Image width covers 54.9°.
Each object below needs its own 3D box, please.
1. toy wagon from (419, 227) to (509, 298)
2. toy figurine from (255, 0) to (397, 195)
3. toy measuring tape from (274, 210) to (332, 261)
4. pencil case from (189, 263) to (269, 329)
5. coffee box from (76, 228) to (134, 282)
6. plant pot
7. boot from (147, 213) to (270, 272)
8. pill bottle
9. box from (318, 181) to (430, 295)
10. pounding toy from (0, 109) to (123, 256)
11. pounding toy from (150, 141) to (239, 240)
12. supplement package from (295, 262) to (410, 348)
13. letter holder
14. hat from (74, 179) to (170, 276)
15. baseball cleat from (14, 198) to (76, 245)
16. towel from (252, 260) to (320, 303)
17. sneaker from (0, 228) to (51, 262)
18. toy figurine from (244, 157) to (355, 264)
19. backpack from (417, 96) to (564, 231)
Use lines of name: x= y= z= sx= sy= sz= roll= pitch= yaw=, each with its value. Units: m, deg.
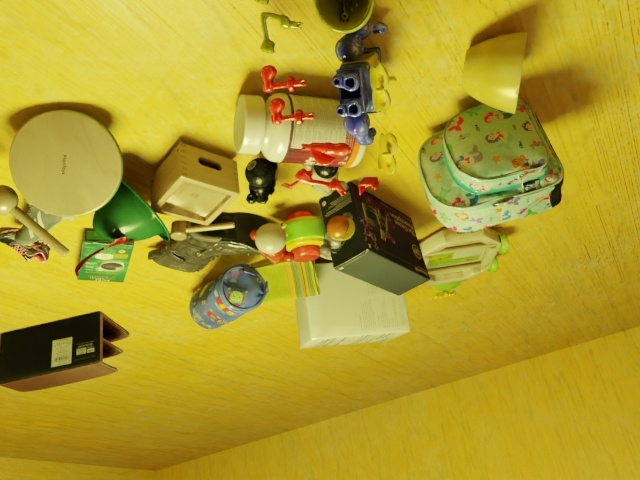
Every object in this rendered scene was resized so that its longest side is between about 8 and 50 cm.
toy wagon: x=0.370 y=0.067 z=1.747 sx=0.267 sy=0.068 sz=0.344 roll=-8 pitch=152 yaw=-4
toy figurine: x=0.030 y=-0.272 z=0.984 sx=0.191 sy=0.217 sz=0.363 roll=-4 pitch=109 yaw=17
toy measuring tape: x=0.000 y=0.000 z=1.475 sx=0.121 sy=0.121 sz=0.330 roll=-30 pitch=154 yaw=31
pencil case: x=-0.241 y=0.143 z=1.573 sx=0.119 sy=0.133 sz=0.306 roll=31 pitch=153 yaw=-16
coffee box: x=-0.504 y=0.038 z=1.442 sx=0.113 sy=0.040 sz=0.184 roll=4 pitch=148 yaw=-23
plant pot: x=0.294 y=-0.289 z=1.052 sx=0.095 sy=0.134 sz=0.134 roll=9 pitch=155 yaw=15
boot: x=-0.249 y=0.017 z=1.460 sx=0.263 sy=0.091 sz=0.229 roll=14 pitch=148 yaw=-30
pill bottle: x=-0.036 y=-0.196 z=1.094 sx=0.221 sy=0.121 sz=0.121 roll=2 pitch=149 yaw=-20
box: x=0.128 y=0.002 z=1.434 sx=0.103 sy=0.184 sz=0.261 roll=-28 pitch=147 yaw=30
pounding toy: x=-0.455 y=-0.118 z=1.098 sx=0.183 sy=0.110 sz=0.237 roll=35 pitch=95 yaw=-15
pounding toy: x=-0.250 y=-0.087 z=1.246 sx=0.181 sy=0.094 sz=0.206 roll=15 pitch=142 yaw=-37
supplement package: x=0.076 y=0.174 z=1.671 sx=0.262 sy=0.199 sz=0.198 roll=-3 pitch=164 yaw=-12
letter holder: x=-0.732 y=0.341 z=1.795 sx=0.301 sy=0.152 sz=0.214 roll=-13 pitch=153 yaw=4
hat: x=-0.413 y=-0.010 z=1.173 sx=0.183 sy=0.173 sz=0.208 roll=-47 pitch=164 yaw=-19
baseball cleat: x=-0.566 y=-0.062 z=1.237 sx=0.206 sy=0.072 sz=0.109 roll=-26 pitch=131 yaw=23
towel: x=-0.111 y=0.107 z=1.586 sx=0.237 sy=0.102 sz=0.021 roll=-12 pitch=178 yaw=30
sneaker: x=-0.643 y=0.015 z=1.341 sx=0.047 sy=0.057 sz=0.119 roll=-28 pitch=145 yaw=32
toy figurine: x=-0.043 y=-0.066 z=1.229 sx=0.209 sy=0.213 sz=0.148 roll=-7 pitch=165 yaw=-4
backpack: x=0.319 y=-0.143 z=1.197 sx=0.253 sy=0.225 sz=0.191 roll=-20 pitch=148 yaw=13
